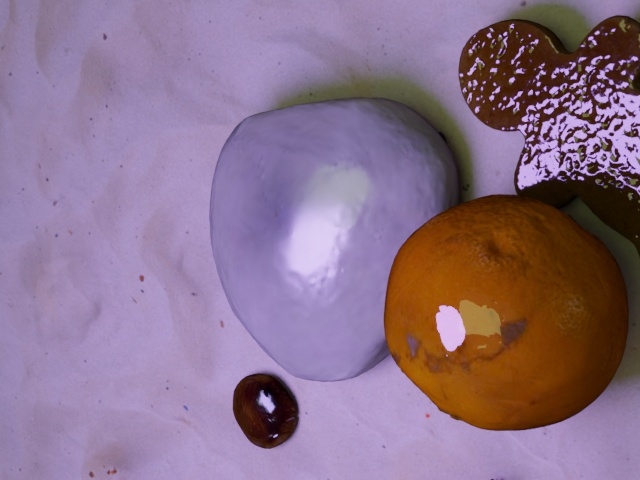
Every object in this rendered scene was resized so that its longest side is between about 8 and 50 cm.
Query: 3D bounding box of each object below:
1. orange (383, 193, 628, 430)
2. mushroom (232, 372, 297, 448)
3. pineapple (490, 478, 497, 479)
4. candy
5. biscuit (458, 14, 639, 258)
[{"bbox_3d":[0.231,0.090,1.311,0.312,0.312,0.312,3,96,32],"label":"orange"},{"bbox_3d":[-0.095,0.275,1.684,0.123,0.052,0.123,6,100,35],"label":"mushroom"},{"bbox_3d":[0.266,0.454,1.431,0.128,0.128,0.248,-40,69,29],"label":"pineapple"},{"bbox_3d":[0.000,0.000,1.528,0.386,0.186,0.426,10,104,28],"label":"candy"},{"bbox_3d":[0.362,-0.145,1.345,0.432,0.064,0.283,38,122,26],"label":"biscuit"}]
